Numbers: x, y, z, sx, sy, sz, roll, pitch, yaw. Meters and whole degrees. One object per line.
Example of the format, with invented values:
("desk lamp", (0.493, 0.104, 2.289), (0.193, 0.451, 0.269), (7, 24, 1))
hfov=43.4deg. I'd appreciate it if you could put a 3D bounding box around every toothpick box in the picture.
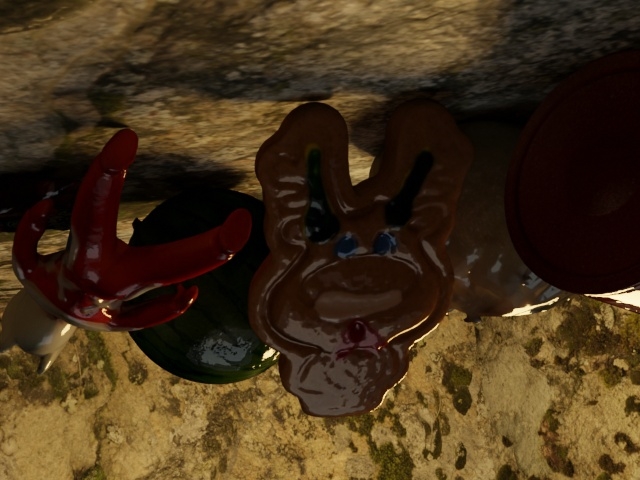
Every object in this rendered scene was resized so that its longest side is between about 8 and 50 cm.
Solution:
("toothpick box", (0.351, -0.016, 0.718), (0.333, 0.204, 0.204), (18, 160, -34))

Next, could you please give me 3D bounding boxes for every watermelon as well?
("watermelon", (-0.131, 0.056, 0.989), (0.242, 0.242, 0.242), (-7, 173, -1))

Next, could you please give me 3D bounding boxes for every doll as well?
("doll", (-0.232, 0.036, 0.829), (0.188, 0.099, 0.384), (37, 134, -21))

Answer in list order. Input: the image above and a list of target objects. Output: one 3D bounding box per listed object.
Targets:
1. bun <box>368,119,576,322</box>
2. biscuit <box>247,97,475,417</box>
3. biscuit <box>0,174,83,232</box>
("bun", (0.192, -0.016, 0.880), (0.281, 0.205, 0.281), (-7, 171, -1))
("biscuit", (0.033, 0.030, 0.751), (0.202, 0.334, 0.047), (-1, -151, -14))
("biscuit", (-0.335, -0.027, 0.847), (0.235, 0.063, 0.151), (-7, 174, -16))
